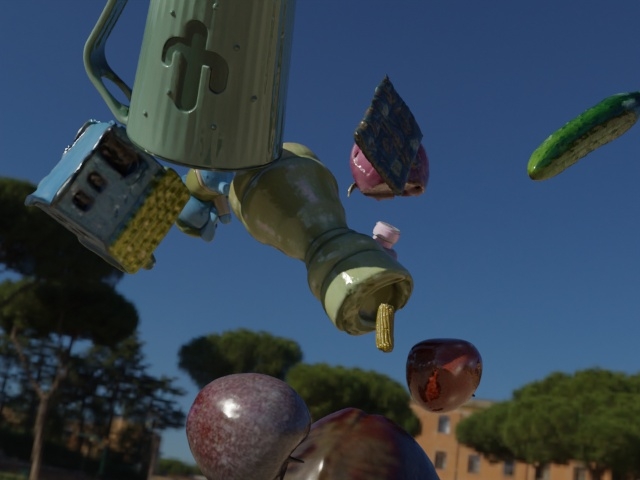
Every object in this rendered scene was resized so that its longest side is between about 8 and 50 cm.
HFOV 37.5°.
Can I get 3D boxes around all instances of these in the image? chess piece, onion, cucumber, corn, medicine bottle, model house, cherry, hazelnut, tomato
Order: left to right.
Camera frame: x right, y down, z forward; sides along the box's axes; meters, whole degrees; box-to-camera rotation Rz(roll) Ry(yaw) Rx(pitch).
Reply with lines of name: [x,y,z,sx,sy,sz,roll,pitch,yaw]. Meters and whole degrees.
model house: [-0.439,-0.084,2.028,0.303,0.237,0.215,44,-18,-33]
cherry: [-0.099,0.258,1.281,0.176,0.176,0.140,4,-1,13]
chess piece: [0.000,0.000,1.984,0.234,0.234,0.442,29,17,-48]
hazelnut: [0.026,0.506,1.609,0.402,0.429,0.402,14,-40,12]
medicine bottle: [0.120,0.065,2.250,0.078,0.219,0.115,18,11,-34]
corn: [0.123,0.166,1.786,0.037,0.092,0.037,4,-5,0]
onion: [0.171,-0.197,2.321,0.207,0.201,0.200,3,-16,-13]
tomato: [0.244,0.269,1.918,0.167,0.167,0.167,7,-18,2]
cucumber: [0.358,-0.146,1.251,0.250,0.056,0.056,-31,-5,-21]

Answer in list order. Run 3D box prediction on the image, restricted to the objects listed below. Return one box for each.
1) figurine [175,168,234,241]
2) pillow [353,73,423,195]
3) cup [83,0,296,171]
figurine: [-0.295,-0.104,2.447,0.180,0.154,0.262,50,-41,-7]
pillow: [0.159,-0.238,2.130,0.034,0.256,0.189,-15,-57,35]
cup: [-0.243,-0.352,1.808,0.400,0.392,0.310,3,27,-17]
